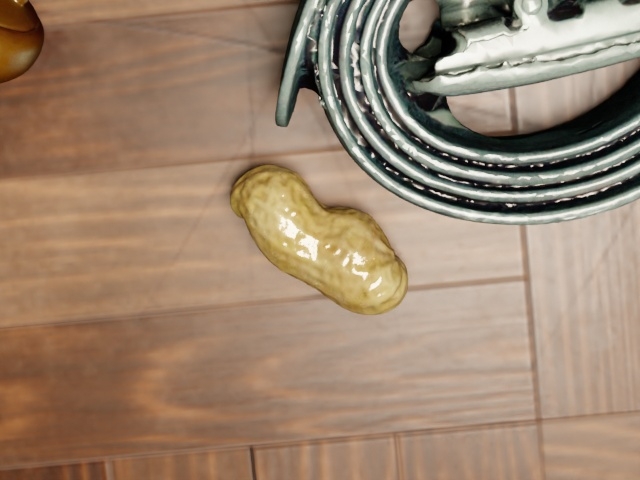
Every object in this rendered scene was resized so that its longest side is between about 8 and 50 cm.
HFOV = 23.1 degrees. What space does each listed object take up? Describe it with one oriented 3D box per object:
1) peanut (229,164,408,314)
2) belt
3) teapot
[{"bbox_3d":[0.000,0.000,0.862,0.113,0.054,0.054,34,97,-3],"label":"peanut"},{"bbox_3d":[0.101,-0.110,0.809,0.267,0.116,0.206,-24,101,2],"label":"belt"},{"bbox_3d":[-0.200,-0.137,0.819,0.129,0.098,0.078,36,111,-1],"label":"teapot"}]
